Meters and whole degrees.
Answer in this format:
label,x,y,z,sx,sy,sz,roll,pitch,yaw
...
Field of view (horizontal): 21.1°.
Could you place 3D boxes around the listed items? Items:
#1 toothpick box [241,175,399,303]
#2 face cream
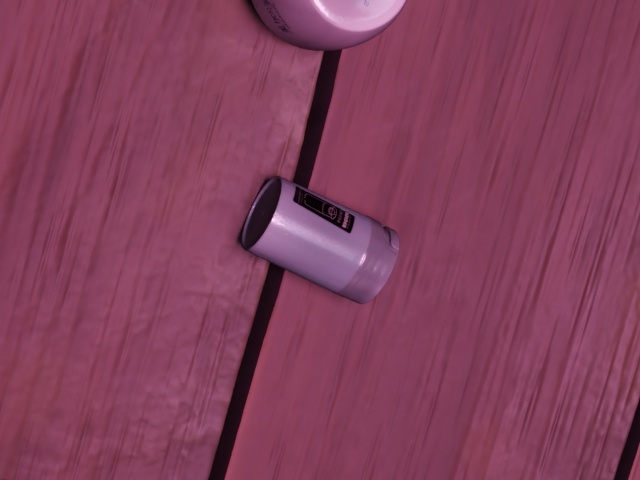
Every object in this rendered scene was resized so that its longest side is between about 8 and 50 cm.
label,x,y,z,sx,sy,sz,roll,pitch,yaw
toothpick box,0.000,0.000,1.044,0.083,0.052,0.052,25,91,-20
face cream,0.007,-0.155,0.998,0.091,0.095,0.091,-3,99,-17
